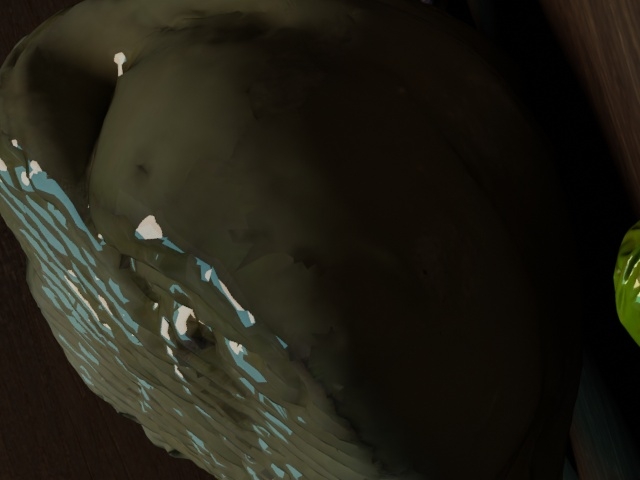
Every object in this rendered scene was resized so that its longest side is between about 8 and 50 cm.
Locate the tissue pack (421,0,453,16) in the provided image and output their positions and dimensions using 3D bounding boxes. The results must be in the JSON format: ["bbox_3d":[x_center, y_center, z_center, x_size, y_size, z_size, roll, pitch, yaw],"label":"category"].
[{"bbox_3d":[0.038,-0.028,1.205,0.259,0.122,0.361,-119,12,-57],"label":"tissue pack"}]

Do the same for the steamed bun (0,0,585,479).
[{"bbox_3d":[0.007,0.004,0.934,0.310,0.219,0.324,30,158,39],"label":"steamed bun"}]

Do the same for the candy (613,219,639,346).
[{"bbox_3d":[0.121,-0.018,0.527,0.194,0.058,0.062,98,-173,-62],"label":"candy"}]
